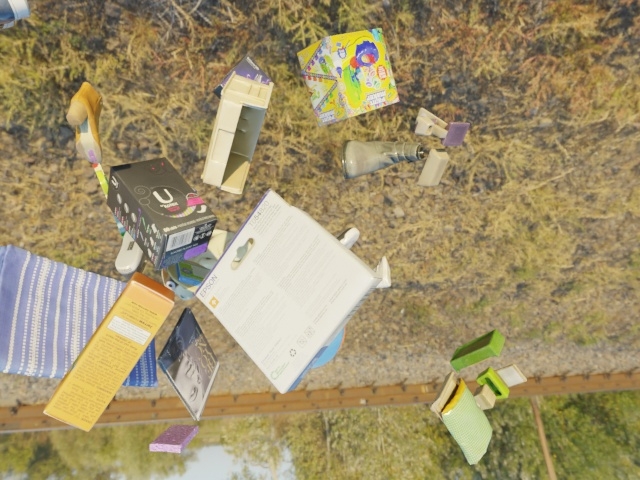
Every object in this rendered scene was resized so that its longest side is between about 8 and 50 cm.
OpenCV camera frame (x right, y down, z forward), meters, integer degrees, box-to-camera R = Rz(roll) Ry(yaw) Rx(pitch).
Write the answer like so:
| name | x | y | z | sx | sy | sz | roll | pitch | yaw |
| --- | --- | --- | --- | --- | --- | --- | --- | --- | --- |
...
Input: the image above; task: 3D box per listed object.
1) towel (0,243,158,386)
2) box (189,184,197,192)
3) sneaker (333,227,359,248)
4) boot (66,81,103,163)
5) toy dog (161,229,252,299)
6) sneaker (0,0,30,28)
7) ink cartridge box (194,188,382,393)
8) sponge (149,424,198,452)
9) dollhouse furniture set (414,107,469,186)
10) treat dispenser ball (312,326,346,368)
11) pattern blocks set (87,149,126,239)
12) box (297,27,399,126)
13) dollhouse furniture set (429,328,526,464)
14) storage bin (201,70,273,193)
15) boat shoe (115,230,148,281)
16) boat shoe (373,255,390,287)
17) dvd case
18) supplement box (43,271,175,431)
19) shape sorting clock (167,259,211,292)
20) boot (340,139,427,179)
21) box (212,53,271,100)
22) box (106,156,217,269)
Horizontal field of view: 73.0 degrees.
| name | x | y | z | sx | sy | sz | roll | pitch | yaw |
| --- | --- | --- | --- | --- | --- | --- | --- | --- | --- |
| towel | -0.465 | 0.155 | 0.846 | 0.040 | 0.243 | 0.336 | -34 | 143 | 21 |
| box | -0.545 | -0.162 | 1.609 | 0.072 | 0.126 | 0.137 | 34 | -176 | 11 |
| sneaker | 0.000 | 0.000 | 1.509 | 0.269 | 0.153 | 0.101 | -37 | 165 | 24 |
| boot | -0.961 | -0.492 | 1.826 | 0.104 | 0.211 | 0.295 | 5 | 144 | -2 |
| toy dog | -0.533 | 0.124 | 2.028 | 0.408 | 0.395 | 0.284 | -24 | 161 | -28 |
| sneaker | -0.555 | -0.345 | 0.649 | 0.226 | 0.163 | 0.086 | 22 | 140 | 44 |
| ink cartridge box | -0.058 | 0.071 | 0.661 | 0.223 | 0.224 | 0.045 | -52 | 157 | 10 |
| sponge | -0.563 | 0.766 | 1.679 | 0.117 | 0.031 | 0.210 | 1 | 176 | 3 |
| dollhouse furniture set | 0.151 | -0.144 | 0.669 | 0.091 | 0.081 | 0.114 | -8 | 130 | -32 |
| treat dispenser ball | -0.053 | 0.307 | 1.530 | 0.288 | 0.288 | 0.288 | -4 | 155 | -2 |
| pattern blocks set | -0.723 | -0.155 | 1.479 | 0.026 | 0.324 | 0.285 | -22 | 176 | -23 |
| box | 0.109 | -0.610 | 1.625 | 0.290 | 0.279 | 0.177 | -29 | -162 | -34 |
| dollhouse furniture set | 0.455 | 0.423 | 1.194 | 0.151 | 0.197 | 0.301 | -40 | 175 | 38 |
| storage bin | -0.236 | -0.310 | 1.234 | 0.123 | 0.260 | 0.262 | 17 | 122 | -13 |
| boat shoe | -0.515 | 0.026 | 1.237 | 0.080 | 0.228 | 0.076 | -8 | 130 | 0 |
| boat shoe | 0.227 | 0.121 | 1.623 | 0.063 | 0.184 | 0.066 | -16 | 120 | 15 |
| dvd case | -0.309 | 0.298 | 1.043 | 0.018 | 0.164 | 0.221 | -6 | 125 | 13 |
| supplement box | -0.324 | 0.169 | 0.677 | 0.080 | 0.233 | 0.078 | 33 | 176 | -20 |
| shape sorting clock | -0.459 | 0.134 | 1.577 | 0.206 | 0.206 | 0.040 | 19 | 106 | -42 |
| boot | 0.150 | -0.196 | 0.978 | 0.161 | 0.083 | 0.246 | 0 | -163 | 24 |
| box | -0.344 | -0.680 | 1.897 | 0.153 | 0.207 | 0.108 | 42 | 159 | -27 |
| box | -0.433 | -0.081 | 1.174 | 0.165 | 0.270 | 0.143 | -25 | 153 | -45 |
